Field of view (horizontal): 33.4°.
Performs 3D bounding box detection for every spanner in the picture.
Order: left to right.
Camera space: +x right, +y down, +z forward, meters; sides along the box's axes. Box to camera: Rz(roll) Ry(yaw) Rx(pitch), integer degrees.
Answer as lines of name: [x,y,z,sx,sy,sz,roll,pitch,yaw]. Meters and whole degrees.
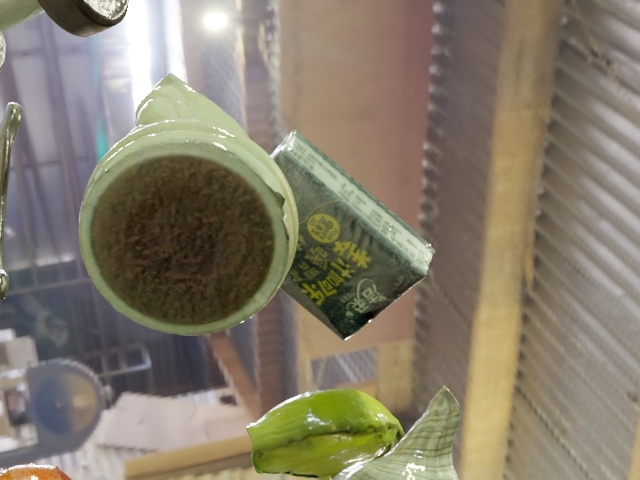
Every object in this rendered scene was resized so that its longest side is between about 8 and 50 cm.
spanner: [-0.268,-0.026,0.885,0.054,0.015,0.254,-45,-144,29]

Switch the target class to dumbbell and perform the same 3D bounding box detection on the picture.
dumbbell: [-0.269,-0.205,0.937,0.100,0.191,0.100,41,40,-47]

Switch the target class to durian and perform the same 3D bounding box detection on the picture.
durian: [0.017,0.271,1.494,0.139,0.250,0.101,113,-36,-44]

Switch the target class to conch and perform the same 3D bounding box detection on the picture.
conch: [0.063,0.267,1.017,0.234,0.114,0.137,-46,-111,20]

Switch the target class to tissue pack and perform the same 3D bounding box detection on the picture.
tissue pack: [0.000,0.000,1.439,0.185,0.257,0.081,-42,-168,38]

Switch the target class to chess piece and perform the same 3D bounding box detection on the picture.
chess piece: [-0.102,-0.049,0.937,0.298,0.176,0.175,-91,177,-69]

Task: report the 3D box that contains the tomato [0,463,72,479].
tomato: [-0.501,0.470,1.767,0.232,0.232,0.188,126,-38,-69]
